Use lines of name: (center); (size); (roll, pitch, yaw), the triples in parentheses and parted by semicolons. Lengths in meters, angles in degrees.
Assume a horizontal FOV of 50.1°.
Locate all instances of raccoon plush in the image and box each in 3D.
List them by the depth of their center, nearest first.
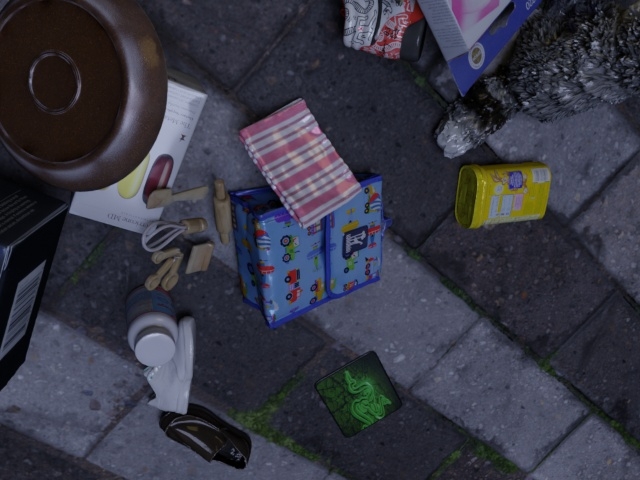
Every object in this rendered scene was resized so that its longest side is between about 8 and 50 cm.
raccoon plush: (0.451, -0.247, 1.181); (0.216, 0.299, 0.446); (37, 99, -29)

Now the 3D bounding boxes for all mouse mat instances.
mouse mat: (0.086, 0.341, 1.505); (0.153, 0.007, 0.189); (-30, 121, -3)

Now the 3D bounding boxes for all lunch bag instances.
lunch bag: (0.000, 0.000, 1.265); (0.293, 0.138, 0.220); (-16, 117, -25)

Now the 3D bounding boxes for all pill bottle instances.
pill bottle: (-0.295, 0.149, 1.197); (0.087, 0.160, 0.087); (-8, 117, -15)

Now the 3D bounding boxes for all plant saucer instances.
plant saucer: (-0.362, -0.221, 0.963); (0.311, 0.050, 0.310); (3, 100, 17)

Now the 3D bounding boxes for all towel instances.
towel: (-0.031, -0.131, 1.151); (0.144, 0.029, 0.197); (-35, 91, -30)

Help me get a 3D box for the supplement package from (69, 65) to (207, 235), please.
supplement package: (-0.290, -0.153, 1.072); (0.139, 0.134, 0.244); (17, 108, -24)

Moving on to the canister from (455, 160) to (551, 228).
canister: (0.362, -0.092, 1.355); (0.170, 0.073, 0.126); (-6, 116, -17)

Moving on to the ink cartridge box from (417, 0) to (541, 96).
ink cartridge box: (0.269, -0.455, 1.074); (0.324, 0.071, 0.330); (-51, 125, -20)

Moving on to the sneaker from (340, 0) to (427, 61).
sneaker: (0.113, -0.429, 1.100); (0.145, 0.090, 0.270); (11, 88, 9)

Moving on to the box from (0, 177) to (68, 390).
box: (-0.608, 0.035, 0.950); (0.396, 0.212, 0.293); (20, 108, -6)

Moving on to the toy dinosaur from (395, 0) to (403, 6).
toy dinosaur: (0.032, -0.469, 1.044); (0.268, 0.064, 0.118); (28, 98, 4)

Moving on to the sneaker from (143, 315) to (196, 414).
sneaker: (-0.287, 0.238, 1.298); (0.094, 0.080, 0.212); (9, 112, -7)

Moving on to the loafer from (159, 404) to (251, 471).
loafer: (-0.224, 0.403, 1.388); (0.220, 0.078, 0.080); (31, 102, -28)

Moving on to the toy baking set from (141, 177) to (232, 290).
toy baking set: (-0.216, -0.011, 1.134); (0.197, 0.030, 0.256); (-44, 155, -36)
